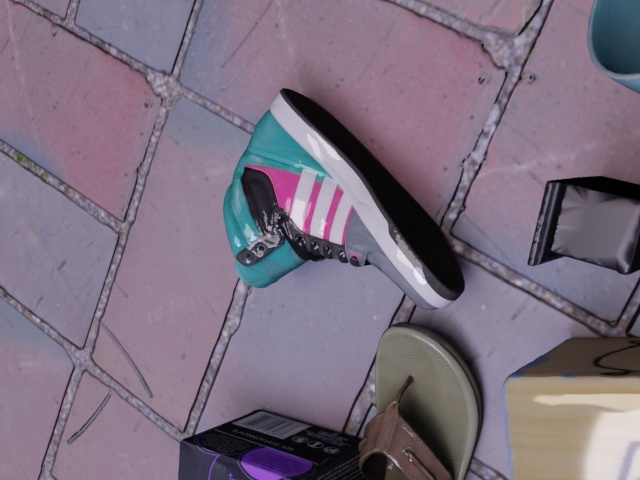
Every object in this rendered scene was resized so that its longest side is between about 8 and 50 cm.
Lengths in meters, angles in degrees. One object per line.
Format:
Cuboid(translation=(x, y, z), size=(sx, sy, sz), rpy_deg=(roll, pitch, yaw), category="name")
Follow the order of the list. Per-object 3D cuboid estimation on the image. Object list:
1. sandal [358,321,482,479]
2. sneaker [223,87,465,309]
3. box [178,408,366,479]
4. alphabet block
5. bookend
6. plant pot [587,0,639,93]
Cuboid(translation=(0.090, 0.235, 0.943), size=(0.120, 0.086, 0.303), rpy_deg=(11, 101, 32), category="sandal")
Cuboid(translation=(0.000, 0.000, 0.952), size=(0.178, 0.124, 0.295), rpy_deg=(-50, 61, 21), category="sneaker")
Cuboid(translation=(-0.057, 0.347, 1.014), size=(0.165, 0.143, 0.270), rpy_deg=(11, 101, 33), category="box")
Cuboid(translation=(0.282, 0.187, 0.758), size=(0.197, 0.192, 0.193), rpy_deg=(-5, 94, 32), category="alphabet block")
Cuboid(translation=(0.277, -0.001, 0.760), size=(0.157, 0.156, 0.072), rpy_deg=(17, 104, 29), category="bookend")
Cuboid(translation=(0.348, -0.181, 0.598), size=(0.195, 0.290, 0.290), rpy_deg=(30, 115, -12), category="plant pot")
